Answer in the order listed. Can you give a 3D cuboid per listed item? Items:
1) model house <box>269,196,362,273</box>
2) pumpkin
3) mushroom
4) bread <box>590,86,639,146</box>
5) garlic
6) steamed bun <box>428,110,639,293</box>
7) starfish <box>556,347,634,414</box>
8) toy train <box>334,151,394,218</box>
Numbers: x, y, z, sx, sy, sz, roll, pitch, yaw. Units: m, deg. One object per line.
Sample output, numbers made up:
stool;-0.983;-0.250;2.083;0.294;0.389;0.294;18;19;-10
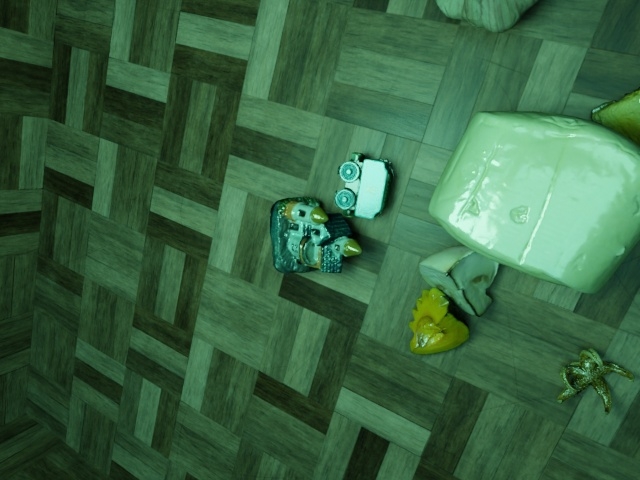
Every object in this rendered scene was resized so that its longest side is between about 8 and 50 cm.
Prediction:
model house;0.000;0.000;1.329;0.291;0.185;0.252;13;104;40
pumpkin;0.373;0.238;1.295;0.149;0.130;0.253;6;136;-12
mushroom;0.409;0.086;1.242;0.162;0.173;0.236;-44;121;-7
bread;0.801;-0.278;0.973;0.262;0.163;0.204;-32;96;40
garlic;0.420;-0.686;1.018;0.318;0.259;0.317;6;106;22
steamed bun;0.542;-0.115;1.047;0.456;0.290;0.371;32;108;25
starfish;0.740;0.394;1.161;0.146;0.074;0.189;41;113;14
toy train;0.137;-0.166;1.318;0.163;0.112;0.203;13;106;16
